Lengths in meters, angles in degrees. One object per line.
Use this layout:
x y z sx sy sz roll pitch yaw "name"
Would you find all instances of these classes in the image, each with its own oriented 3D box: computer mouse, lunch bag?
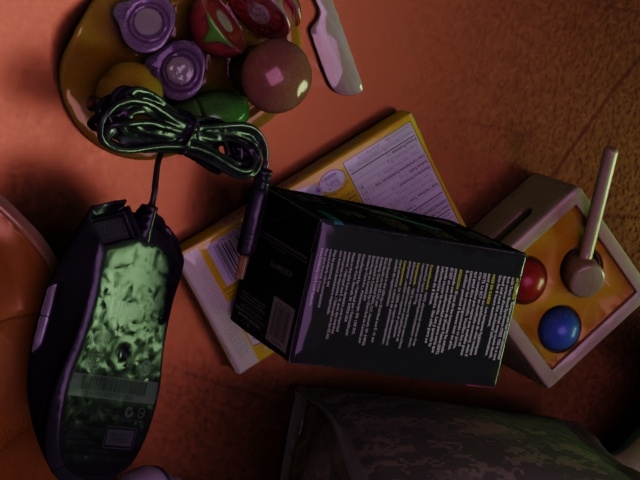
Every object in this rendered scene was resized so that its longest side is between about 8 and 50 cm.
-0.118 0.030 1.291 0.184 0.060 0.262 4 97 -53 "computer mouse"
0.107 0.213 1.340 0.235 0.287 0.169 8 96 -12 "lunch bag"

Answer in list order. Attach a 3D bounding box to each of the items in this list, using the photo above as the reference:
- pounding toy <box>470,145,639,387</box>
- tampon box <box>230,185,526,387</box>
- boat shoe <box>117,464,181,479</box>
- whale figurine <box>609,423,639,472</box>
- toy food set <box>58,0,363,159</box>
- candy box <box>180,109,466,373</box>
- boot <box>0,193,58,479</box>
0.178 0.015 1.450 0.141 0.100 0.130 -41 112 -9 "pounding toy"
0.039 0.033 1.358 0.161 0.120 0.101 10 98 -24 "tampon box"
-0.062 0.261 1.331 0.088 0.096 0.267 -27 109 -21 "boat shoe"
0.312 0.166 1.534 0.272 0.141 0.216 -21 109 9 "whale figurine"
-0.069 -0.126 1.341 0.218 0.071 0.128 -18 106 -18 "toy food set"
0.000 0.000 1.417 0.206 0.027 0.105 -31 113 -13 "candy box"
-0.259 0.080 1.285 0.211 0.104 0.295 -47 119 -14 "boot"
